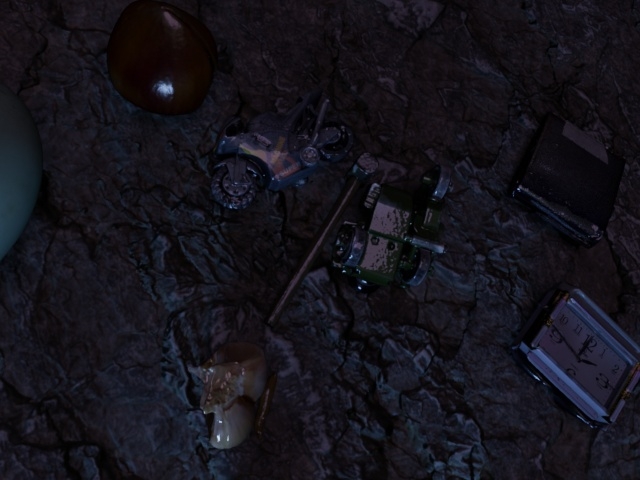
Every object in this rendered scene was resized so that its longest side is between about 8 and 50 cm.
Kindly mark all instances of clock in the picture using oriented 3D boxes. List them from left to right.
[{"bbox_3d":[0.510,0.224,1.124,0.253,0.083,0.186,44,68,-1],"label":"clock"}]

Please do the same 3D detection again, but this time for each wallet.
[{"bbox_3d":[0.547,-0.138,1.249,0.221,0.071,0.262,32,66,0],"label":"wallet"}]

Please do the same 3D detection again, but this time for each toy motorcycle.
[{"bbox_3d":[-0.085,-0.179,1.061,0.307,0.108,0.173,-30,79,-23],"label":"toy motorcycle"},{"bbox_3d":[0.139,-0.028,1.077,0.206,0.127,0.274,18,78,-9],"label":"toy motorcycle"}]

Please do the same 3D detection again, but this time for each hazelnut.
[{"bbox_3d":[-0.274,-0.328,0.995,0.208,0.208,0.207,4,74,-14],"label":"hazelnut"}]

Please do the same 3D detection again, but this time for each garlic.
[{"bbox_3d":[-0.152,0.253,0.936,0.124,0.099,0.174,17,75,-30],"label":"garlic"}]

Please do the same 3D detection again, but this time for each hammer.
[{"bbox_3d":[0.000,0.000,1.047,0.044,0.111,0.365,32,76,-4],"label":"hammer"}]

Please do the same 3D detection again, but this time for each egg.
[{"bbox_3d":[-0.566,-0.071,0.805,0.276,0.276,0.388,28,72,-7],"label":"egg"}]

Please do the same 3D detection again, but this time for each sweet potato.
[{"bbox_3d":[-0.097,0.283,0.974,0.026,0.026,0.115,19,74,-10],"label":"sweet potato"}]
